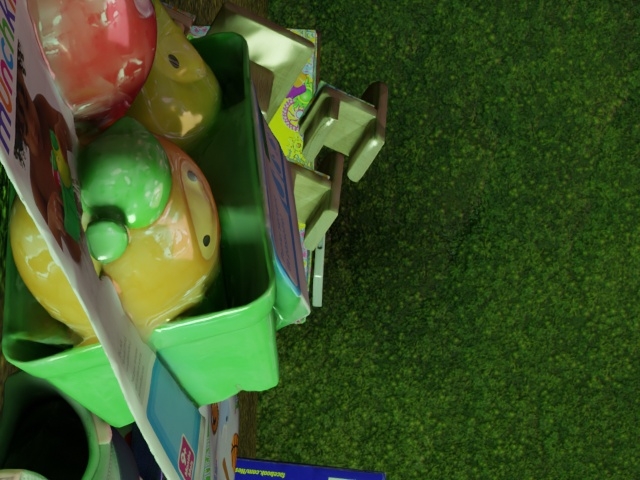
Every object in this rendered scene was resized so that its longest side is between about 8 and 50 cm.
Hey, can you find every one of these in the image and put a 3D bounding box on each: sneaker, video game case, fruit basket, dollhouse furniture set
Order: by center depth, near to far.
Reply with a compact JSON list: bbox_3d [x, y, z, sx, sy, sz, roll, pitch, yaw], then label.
[{"bbox_3d":[-0.170,0.201,0.817,0.319,0.112,0.131,-90,165,-54],"label":"sneaker"},{"bbox_3d":[-0.112,-0.077,0.824,0.353,0.165,0.327,79,2,-45],"label":"fruit basket"},{"bbox_3d":[-0.090,-0.089,1.182,0.242,0.212,0.161,-56,-163,36],"label":"dollhouse furniture set"},{"bbox_3d":[0.000,0.000,1.637,0.087,0.011,0.122,92,2,-66],"label":"video game case"}]

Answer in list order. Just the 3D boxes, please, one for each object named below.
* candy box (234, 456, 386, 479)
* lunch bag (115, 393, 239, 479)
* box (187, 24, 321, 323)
[{"bbox_3d":[-0.056,0.354,1.902,0.317,0.268,0.122,87,9,-75],"label":"candy box"},{"bbox_3d":[-0.143,0.190,1.329,0.243,0.115,0.303,85,8,-62],"label":"lunch bag"},{"bbox_3d":[-0.091,-0.080,1.589,0.279,0.177,0.289,-78,170,-83],"label":"box"}]
